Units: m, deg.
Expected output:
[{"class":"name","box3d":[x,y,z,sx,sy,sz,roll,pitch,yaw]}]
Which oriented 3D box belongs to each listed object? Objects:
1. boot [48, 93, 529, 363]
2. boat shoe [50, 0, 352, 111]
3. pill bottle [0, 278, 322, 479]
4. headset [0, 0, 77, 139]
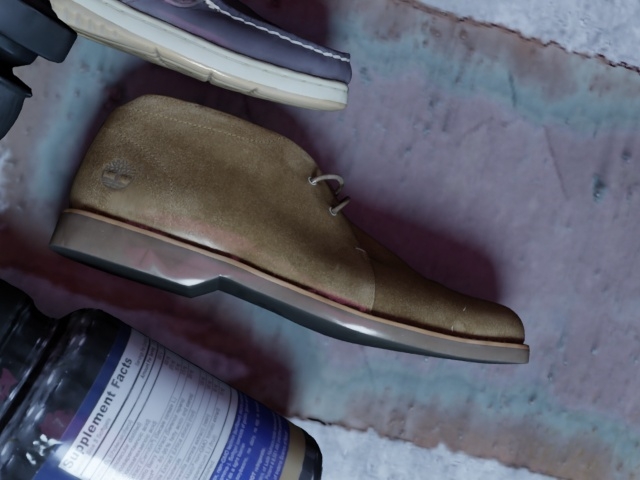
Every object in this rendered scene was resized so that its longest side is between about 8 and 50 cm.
[{"class":"boot","box3d":[0.000,0.000,0.617,0.305,0.112,0.115,20,78,-11]},{"class":"boat shoe","box3d":[-0.106,-0.156,0.582,0.285,0.103,0.092,20,93,-8]},{"class":"pill bottle","box3d":[-0.118,0.116,0.581,0.219,0.123,0.123,33,85,-12]},{"class":"headset","box3d":[-0.224,-0.072,0.410,0.185,0.394,0.243,33,63,-15]}]
